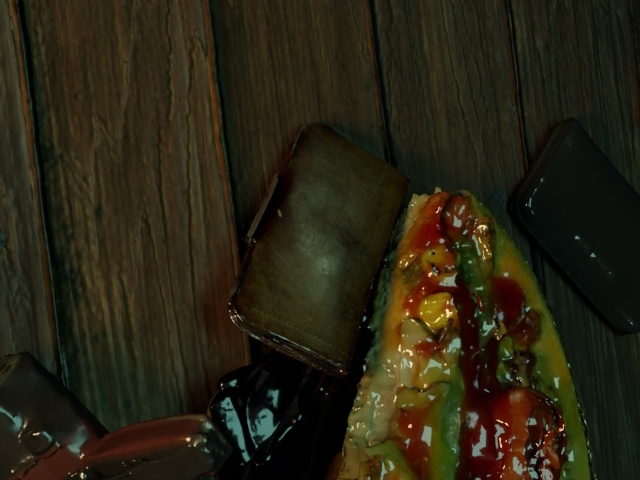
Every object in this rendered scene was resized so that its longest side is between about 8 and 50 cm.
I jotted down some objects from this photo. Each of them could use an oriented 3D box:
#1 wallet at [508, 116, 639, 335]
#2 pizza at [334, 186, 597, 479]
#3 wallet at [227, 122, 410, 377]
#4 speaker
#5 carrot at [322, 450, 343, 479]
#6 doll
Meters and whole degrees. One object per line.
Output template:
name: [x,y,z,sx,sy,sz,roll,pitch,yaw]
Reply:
wallet: [0.319,-0.009,1.764,0.250,0.044,0.149,47,64,-24]
pizza: [0.143,0.200,1.515,0.406,0.130,0.440,-43,114,-46]
wallet: [0.000,0.000,1.488,0.137,0.031,0.255,29,51,-11]
speaker: [-0.151,0.242,1.241,0.198,0.259,0.329,-44,112,-14]
carrot: [0.006,0.300,1.486,0.061,0.061,0.210,25,66,-32]
doll: [-0.034,0.141,1.459,0.127,0.088,0.249,30,55,-7]
